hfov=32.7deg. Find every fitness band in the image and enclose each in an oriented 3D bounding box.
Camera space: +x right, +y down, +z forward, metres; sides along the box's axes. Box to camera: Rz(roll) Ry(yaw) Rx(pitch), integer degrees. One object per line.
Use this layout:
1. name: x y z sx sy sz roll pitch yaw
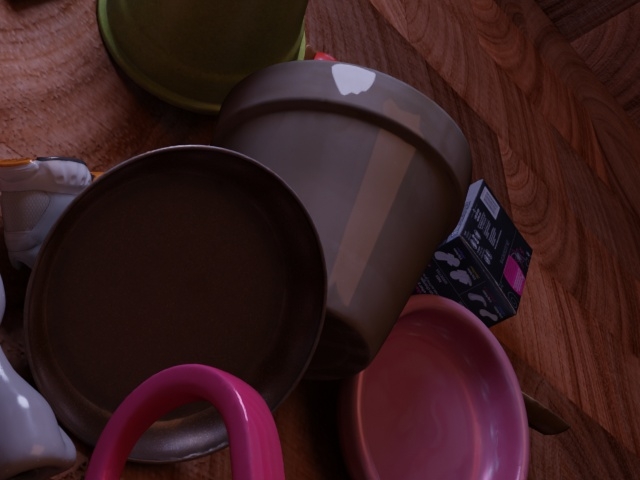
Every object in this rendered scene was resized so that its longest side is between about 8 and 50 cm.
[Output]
1. fitness band: -0.118 0.242 0.908 0.054 0.209 0.291 30 39 -42

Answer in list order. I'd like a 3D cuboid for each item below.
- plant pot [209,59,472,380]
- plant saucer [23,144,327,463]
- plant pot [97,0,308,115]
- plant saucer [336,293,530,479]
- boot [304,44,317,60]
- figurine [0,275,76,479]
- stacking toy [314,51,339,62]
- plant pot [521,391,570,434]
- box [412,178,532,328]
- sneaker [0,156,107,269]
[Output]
1. plant pot: 0.000 0.000 1.284 0.323 0.323 0.280 40 50 -34
2. plant saucer: -0.137 0.060 1.051 0.310 0.311 0.050 43 -11 -30
3. plant pot: -0.109 -0.335 1.312 0.276 0.254 0.276 10 60 -17
4. plant saucer: 0.136 0.238 1.399 0.332 0.084 0.332 18 63 -39
5. boot: -0.093 -0.237 1.472 0.073 0.152 0.197 29 -3 35
6. figurine: -0.312 0.099 0.863 0.215 0.092 0.209 12 50 -56
7. stacking toy: 0.071 -0.153 1.704 0.330 0.141 0.141 54 28 -1
8. plant pot: 0.261 0.226 1.622 0.236 0.032 0.236 32 -5 3
9. box: 0.230 0.034 1.766 0.163 0.142 0.247 54 27 -10
10. sneaker: -0.238 -0.012 1.105 0.262 0.099 0.121 9 83 -66
